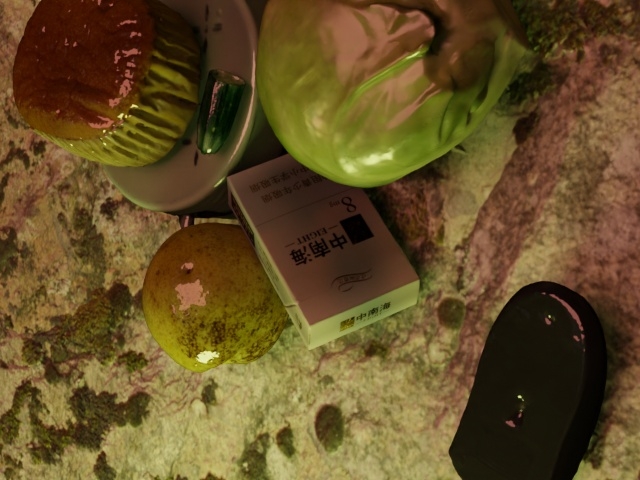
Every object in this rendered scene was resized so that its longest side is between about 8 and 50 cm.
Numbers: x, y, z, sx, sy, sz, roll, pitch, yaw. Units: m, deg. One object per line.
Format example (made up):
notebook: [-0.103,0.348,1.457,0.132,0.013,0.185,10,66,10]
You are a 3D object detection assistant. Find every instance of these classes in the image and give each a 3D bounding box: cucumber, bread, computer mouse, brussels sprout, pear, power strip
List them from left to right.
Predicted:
bread: [-0.279,-0.217,1.489,0.253,0.142,0.227,23,94,40]
power strip: [-0.156,-0.187,1.580,0.358,0.161,0.357,-4,84,39]
cucumber: [-0.127,-0.156,1.420,0.048,0.048,0.105,27,107,39]
pear: [-0.134,0.081,1.503,0.197,0.197,0.197,-6,81,40]
brussels sprout: [0.068,-0.223,1.345,0.328,0.247,0.327,2,95,27]
computer mouse: [0.237,0.168,1.250,0.138,0.086,0.269,28,112,34]

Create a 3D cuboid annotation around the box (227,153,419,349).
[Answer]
box: [0.000,0.000,1.428,0.067,0.155,0.242,90,155,-58]
